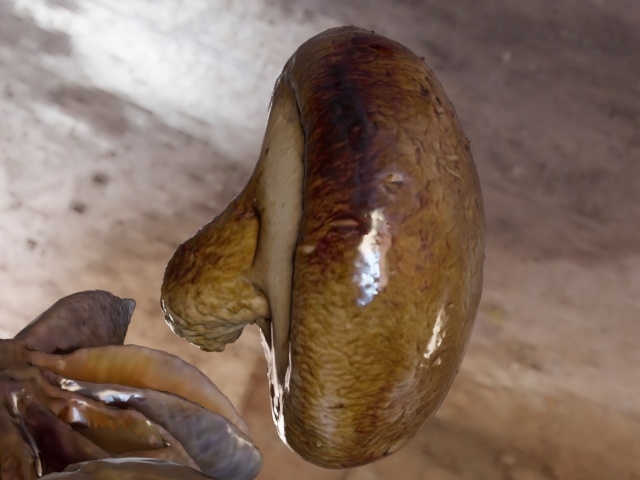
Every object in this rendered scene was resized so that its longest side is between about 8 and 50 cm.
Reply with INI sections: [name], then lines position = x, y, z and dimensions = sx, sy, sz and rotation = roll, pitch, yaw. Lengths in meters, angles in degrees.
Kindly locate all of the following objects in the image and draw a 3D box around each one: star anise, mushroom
[star anise]
position = -0.177, 0.100, 0.984
dimensions = 0.315, 0.108, 0.315
rotation = 7, -155, -3
[mushroom]
position = 0.025, -0.001, 1.530
dimensions = 0.239, 0.345, 0.345
rotation = -16, -171, -30

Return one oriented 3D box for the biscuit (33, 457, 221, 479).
[biscuit]
position = -0.064, 0.273, 0.646
dimensions = 0.076, 0.394, 0.368
rotation = -16, 179, -38
